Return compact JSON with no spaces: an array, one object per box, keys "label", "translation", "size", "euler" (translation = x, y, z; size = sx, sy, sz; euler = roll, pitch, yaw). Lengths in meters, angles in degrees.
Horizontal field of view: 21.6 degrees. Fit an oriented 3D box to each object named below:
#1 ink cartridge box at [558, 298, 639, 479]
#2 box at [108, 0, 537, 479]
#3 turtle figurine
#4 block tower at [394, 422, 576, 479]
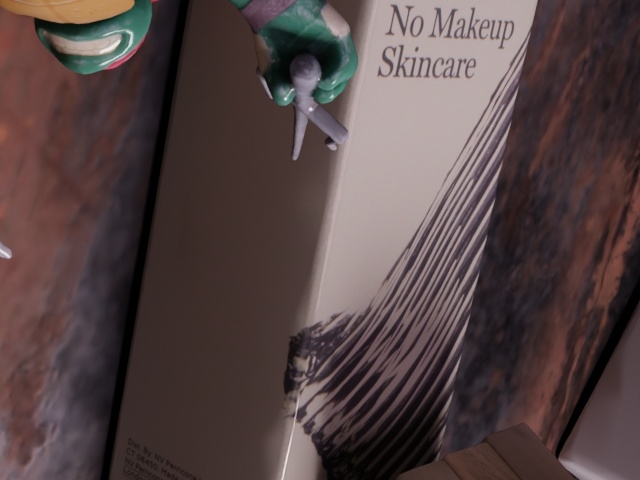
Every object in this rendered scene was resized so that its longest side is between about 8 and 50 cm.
[{"label":"ink cartridge box","translation":[0.370,0.177,0.973],"size":[0.160,0.384,0.279],"euler":[-59,142,-6]},{"label":"box","translation":[0.000,0.000,0.675],"size":[0.113,0.094,0.275],"euler":[-8,114,-48]},{"label":"turtle figurine","translation":[-0.088,-0.086,0.515],"size":[0.234,0.175,0.118],"euler":[62,14,-65]},{"label":"block tower","translation":[0.017,0.219,0.704],"size":[0.091,0.097,0.335],"euler":[-11,141,-47]}]
